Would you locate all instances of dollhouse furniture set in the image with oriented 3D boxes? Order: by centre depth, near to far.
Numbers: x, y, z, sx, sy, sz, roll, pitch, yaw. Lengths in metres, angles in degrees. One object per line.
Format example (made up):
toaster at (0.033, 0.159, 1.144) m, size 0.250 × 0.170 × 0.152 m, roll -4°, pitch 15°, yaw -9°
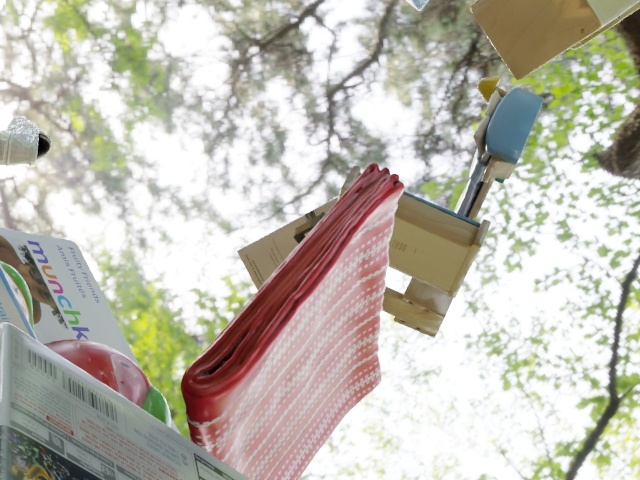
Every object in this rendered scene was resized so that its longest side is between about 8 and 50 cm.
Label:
dollhouse furniture set at (0.163, -0.076, 1.386) m, size 0.198 × 0.303 × 0.286 m, roll 25°, pitch -34°, yaw 7°

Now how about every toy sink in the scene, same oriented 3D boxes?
toy sink at (0.345, -0.333, 1.261) m, size 0.153 × 0.234 × 0.131 m, roll -31°, pitch -86°, yaw 49°

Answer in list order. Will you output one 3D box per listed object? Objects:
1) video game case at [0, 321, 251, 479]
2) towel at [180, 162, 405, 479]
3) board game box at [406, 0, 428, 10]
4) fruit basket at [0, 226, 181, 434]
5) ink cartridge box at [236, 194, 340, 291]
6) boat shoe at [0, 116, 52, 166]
video game case at (-0.076, 0.139, 0.423) m, size 0.022 × 0.190 × 0.173 m, roll -41°, pitch -147°, yaw 9°
towel at (-0.012, 0.095, 0.631) m, size 0.031 × 0.199 × 0.274 m, roll 30°, pitch -31°, yaw 20°
board game box at (0.010, -0.460, 1.201) m, size 0.302 × 0.308 × 0.086 m, roll 42°, pitch -81°, yaw 20°
fruit basket at (-0.187, 0.100, 0.599) m, size 0.165 × 0.353 × 0.327 m, roll -39°, pitch -110°, yaw 18°
ink cartridge box at (0.000, 0.000, 1.443) m, size 0.220 × 0.160 × 0.092 m, roll -29°, pitch -92°, yaw 7°
boat shoe at (-0.407, -0.135, 1.297) m, size 0.184 × 0.063 × 0.066 m, roll -146°, pitch -113°, yaw -77°
